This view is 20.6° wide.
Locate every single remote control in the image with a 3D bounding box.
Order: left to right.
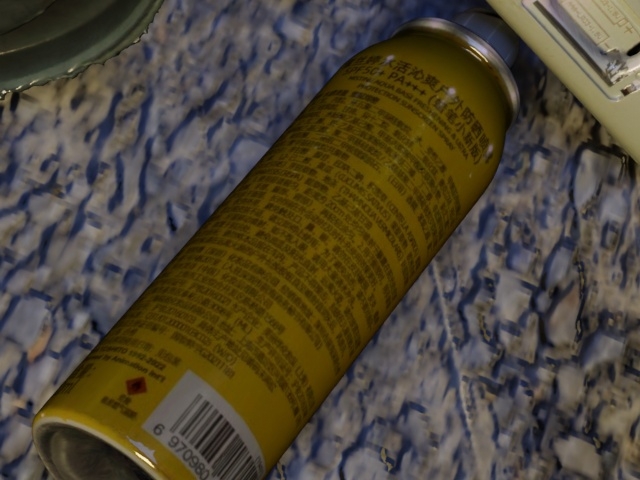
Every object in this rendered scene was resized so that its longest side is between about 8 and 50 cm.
[{"bbox_3d":[0.165,-0.109,0.971,0.221,0.078,0.042,42,27,-30],"label":"remote control"}]

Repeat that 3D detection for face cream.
[{"bbox_3d":[0.000,0.000,0.897,0.105,0.105,0.348,36,59,4],"label":"face cream"}]

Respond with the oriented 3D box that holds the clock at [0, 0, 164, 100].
[{"bbox_3d":[-0.202,-0.168,0.829,0.281,0.280,0.055,8,55,-13],"label":"clock"}]
